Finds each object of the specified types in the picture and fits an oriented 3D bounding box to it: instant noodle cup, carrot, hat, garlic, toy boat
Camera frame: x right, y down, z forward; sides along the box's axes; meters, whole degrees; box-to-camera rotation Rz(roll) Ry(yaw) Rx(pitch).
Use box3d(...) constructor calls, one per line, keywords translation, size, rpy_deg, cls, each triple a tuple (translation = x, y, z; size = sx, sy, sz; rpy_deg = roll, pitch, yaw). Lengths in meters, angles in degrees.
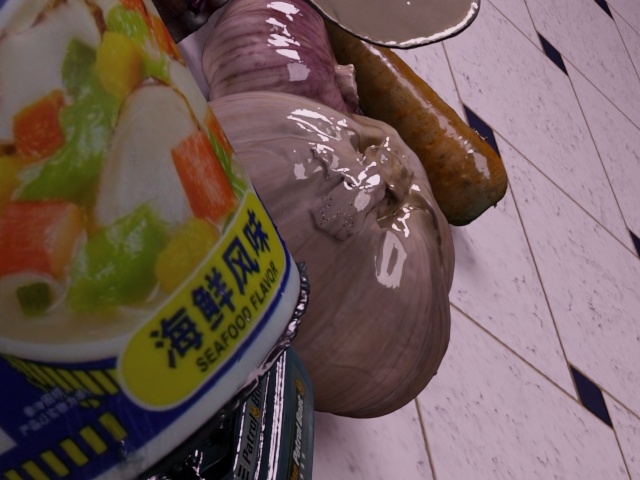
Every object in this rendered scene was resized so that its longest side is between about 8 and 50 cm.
box3d(translation=(-0.165, -0.049, 0.748), size=(0.312, 0.284, 0.284), rpy_deg=(55, 20, -19), cls="instant noodle cup")
box3d(translation=(0.047, -0.137, 1.539), size=(0.298, 0.078, 0.078), rpy_deg=(48, 22, -2), cls="carrot")
box3d(translation=(-0.003, -0.208, 1.423), size=(0.214, 0.149, 0.244), rpy_deg=(9, 51, -24), cls="hat")
box3d(translation=(-0.024, -0.106, 1.278), size=(0.159, 0.102, 0.147), rpy_deg=(-53, 125, -77), cls="garlic")
box3d(translation=(-0.002, 0.000, 1.123), size=(0.228, 0.152, 0.228), rpy_deg=(46, 16, -18), cls="garlic")
box3d(translation=(-0.057, 0.129, 0.897), size=(0.103, 0.093, 0.246), rpy_deg=(52, 21, -24), cls="toy boat")

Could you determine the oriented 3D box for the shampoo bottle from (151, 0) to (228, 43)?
box3d(translation=(-0.186, -0.277, 1.249), size=(0.323, 0.084, 0.129), rpy_deg=(47, 26, -16), cls="shampoo bottle")
